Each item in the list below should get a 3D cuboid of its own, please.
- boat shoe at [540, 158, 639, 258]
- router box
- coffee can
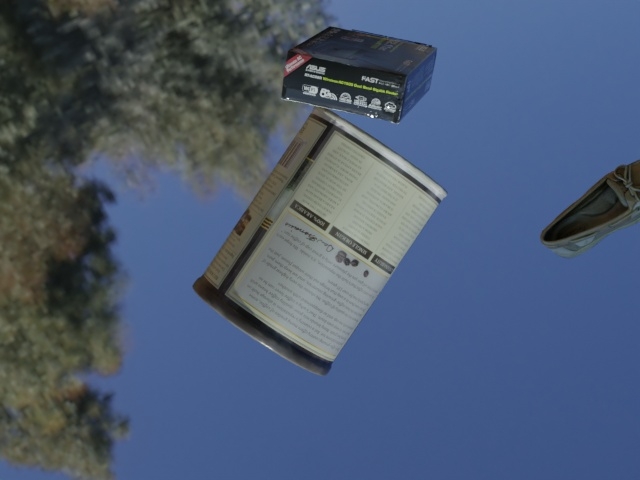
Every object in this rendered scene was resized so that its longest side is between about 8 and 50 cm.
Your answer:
[{"bbox_3d":[0.297,-0.038,1.252,0.153,0.048,0.056,-35,-116,19],"label":"boat shoe"},{"bbox_3d":[0.032,-0.129,0.922,0.092,0.038,0.122,14,-158,11],"label":"router box"},{"bbox_3d":[0.000,0.000,1.502,0.275,0.201,0.201,-56,-151,2],"label":"coffee can"}]
